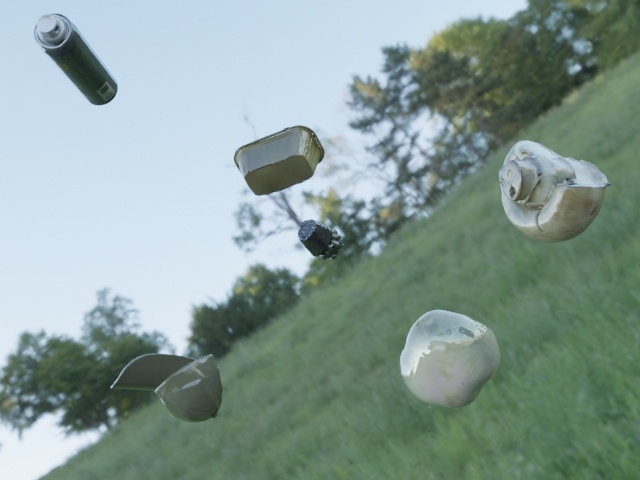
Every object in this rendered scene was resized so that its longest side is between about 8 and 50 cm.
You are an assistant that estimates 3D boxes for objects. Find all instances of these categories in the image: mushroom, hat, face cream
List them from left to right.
[{"bbox_3d":[-0.444,-0.330,1.454,0.073,0.073,0.283,-38,-11,-5],"label":"face cream"},{"bbox_3d":[-0.287,0.290,1.488,0.173,0.144,0.166,-17,-21,-39],"label":"hat"},{"bbox_3d":[0.329,0.284,2.004,0.260,0.254,0.234,-14,15,27],"label":"mushroom"},{"bbox_3d":[0.472,-0.090,1.713,0.195,0.254,0.189,-2,-65,-25],"label":"mushroom"}]

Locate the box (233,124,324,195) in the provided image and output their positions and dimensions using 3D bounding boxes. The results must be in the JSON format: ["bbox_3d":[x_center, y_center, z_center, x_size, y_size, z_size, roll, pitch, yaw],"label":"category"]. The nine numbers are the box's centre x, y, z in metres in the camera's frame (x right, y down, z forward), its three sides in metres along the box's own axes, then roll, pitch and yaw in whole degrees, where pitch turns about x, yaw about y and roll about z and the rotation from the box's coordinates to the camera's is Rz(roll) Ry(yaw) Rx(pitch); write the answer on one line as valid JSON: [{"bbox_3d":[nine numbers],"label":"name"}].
[{"bbox_3d":[-0.082,-0.158,1.570,0.177,0.111,0.111,-19,-12,14],"label":"box"}]

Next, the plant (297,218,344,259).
[{"bbox_3d":[0.000,0.000,2.274,0.092,0.095,0.143,-17,-35,36],"label":"plant"}]
